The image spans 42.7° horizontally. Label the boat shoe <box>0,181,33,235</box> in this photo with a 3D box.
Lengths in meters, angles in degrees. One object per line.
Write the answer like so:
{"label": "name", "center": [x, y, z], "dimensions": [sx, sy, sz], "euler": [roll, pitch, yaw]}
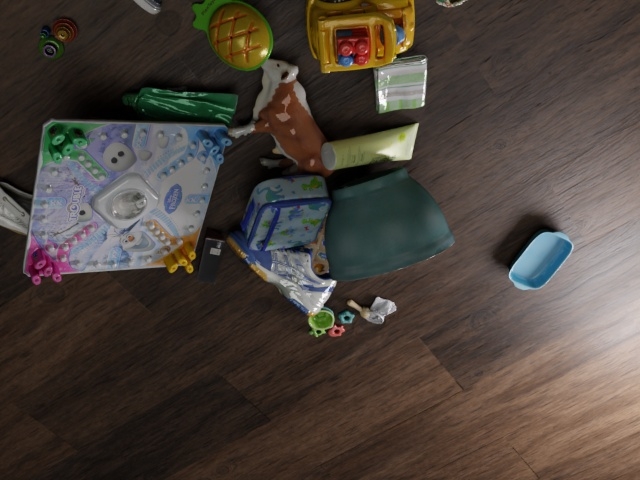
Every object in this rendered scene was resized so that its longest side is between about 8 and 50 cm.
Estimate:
{"label": "boat shoe", "center": [-0.613, -0.049, 1.848], "dimensions": [0.277, 0.098, 0.096], "euler": [23, 120, -18]}

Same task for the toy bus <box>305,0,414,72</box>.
{"label": "toy bus", "center": [0.089, -0.404, 1.604], "dimensions": [0.220, 0.211, 0.149], "euler": [-6, 123, -3]}

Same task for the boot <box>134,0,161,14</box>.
{"label": "boot", "center": [-0.351, -0.527, 1.559], "dimensions": [0.086, 0.069, 0.190], "euler": [-32, 120, 19]}

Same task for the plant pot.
{"label": "plant pot", "center": [0.133, -0.050, 1.835], "dimensions": [0.293, 0.293, 0.196], "euler": [-17, 97, 6]}

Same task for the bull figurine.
{"label": "bull figurine", "center": [-0.080, -0.240, 1.767], "dimensions": [0.188, 0.101, 0.310], "euler": [-24, 123, 15]}

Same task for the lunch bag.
{"label": "lunch bag", "center": [-0.081, -0.057, 1.829], "dimensions": [0.176, 0.090, 0.219], "euler": [-5, 154, -20]}

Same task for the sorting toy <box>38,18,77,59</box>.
{"label": "sorting toy", "center": [-0.535, -0.403, 1.645], "dimensions": [0.061, 0.042, 0.102], "euler": [34, 115, -25]}

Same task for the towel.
{"label": "towel", "center": [0.171, -0.329, 1.743], "dimensions": [0.113, 0.023, 0.152], "euler": [-7, 147, 1]}

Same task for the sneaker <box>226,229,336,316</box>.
{"label": "sneaker", "center": [-0.092, 0.052, 1.971], "dimensions": [0.296, 0.112, 0.131], "euler": [40, 87, -22]}

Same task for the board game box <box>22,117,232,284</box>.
{"label": "board game box", "center": [-0.407, -0.075, 1.736], "dimensions": [0.390, 0.050, 0.390], "euler": [-4, 131, -33]}

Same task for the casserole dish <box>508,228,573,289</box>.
{"label": "casserole dish", "center": [0.550, 0.044, 2.061], "dimensions": [0.114, 0.037, 0.188], "euler": [21, 119, -18]}

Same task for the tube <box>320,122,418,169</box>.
{"label": "tube", "center": [0.116, -0.203, 1.801], "dimensions": [0.240, 0.062, 0.070], "euler": [-13, 171, -32]}

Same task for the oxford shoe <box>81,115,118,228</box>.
{"label": "oxford shoe", "center": [-0.465, -0.121, 1.824], "dimensions": [0.133, 0.130, 0.364], "euler": [24, 132, 17]}

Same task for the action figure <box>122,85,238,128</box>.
{"label": "action figure", "center": [-0.303, -0.280, 1.739], "dimensions": [0.232, 0.063, 0.137], "euler": [9, 125, -16]}

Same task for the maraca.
{"label": "maraca", "center": [-0.176, -0.423, 1.637], "dimensions": [0.185, 0.099, 0.127], "euler": [43, 111, -1]}

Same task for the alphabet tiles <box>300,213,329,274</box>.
{"label": "alphabet tiles", "center": [0.000, 0.000, 1.996], "dimensions": [0.237, 0.009, 0.198], "euler": [11, 122, -13]}

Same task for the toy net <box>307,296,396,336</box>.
{"label": "toy net", "center": [0.083, 0.207, 2.124], "dimensions": [0.232, 0.045, 0.122], "euler": [-5, 125, -2]}

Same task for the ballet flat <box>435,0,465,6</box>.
{"label": "ballet flat", "center": [0.330, -0.542, 1.611], "dimensions": [0.241, 0.077, 0.091], "euler": [-40, 118, 20]}

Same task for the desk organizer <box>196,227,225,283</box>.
{"label": "desk organizer", "center": [-0.264, 0.036, 1.969], "dimensions": [0.047, 0.050, 0.130], "euler": [10, 123, -12]}
